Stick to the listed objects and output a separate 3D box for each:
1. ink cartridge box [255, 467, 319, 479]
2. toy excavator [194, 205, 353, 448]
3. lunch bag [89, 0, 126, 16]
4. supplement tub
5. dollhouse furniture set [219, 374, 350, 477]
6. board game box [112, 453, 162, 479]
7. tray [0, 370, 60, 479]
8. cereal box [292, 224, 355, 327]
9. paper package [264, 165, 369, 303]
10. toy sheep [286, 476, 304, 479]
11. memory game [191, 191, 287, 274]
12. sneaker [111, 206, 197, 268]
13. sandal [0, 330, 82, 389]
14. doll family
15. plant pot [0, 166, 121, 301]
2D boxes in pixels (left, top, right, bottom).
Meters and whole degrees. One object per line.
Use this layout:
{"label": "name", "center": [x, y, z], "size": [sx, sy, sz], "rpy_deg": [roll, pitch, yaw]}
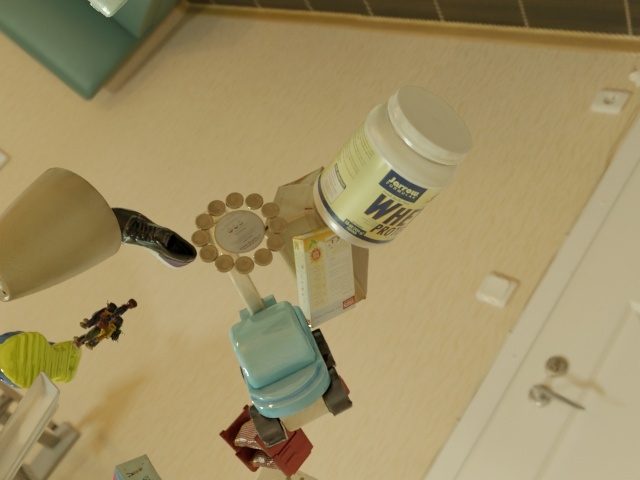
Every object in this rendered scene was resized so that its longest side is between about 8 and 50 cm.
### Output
{"label": "ink cartridge box", "center": [-0.113, 0.857, 2.116], "size": [0.197, 0.270, 0.198], "rpy_deg": [15, 156, 31]}
{"label": "toy excavator", "center": [-0.134, 0.176, 1.570], "size": [0.433, 0.222, 0.445], "rpy_deg": [-118, 5, -56]}
{"label": "lunch bag", "center": [-0.480, -0.672, 1.668], "size": [0.108, 0.224, 0.279], "rpy_deg": [46, -159, -27]}
{"label": "supplement tub", "center": [0.157, -0.160, 1.515], "size": [0.235, 0.235, 0.325], "rpy_deg": [37, 129, -5]}
{"label": "dollhouse furniture set", "center": [-0.073, 0.458, 1.870], "size": [0.201, 0.374, 0.152], "rpy_deg": [-19, 111, 50]}
{"label": "board game box", "center": [-0.474, 0.757, 1.790], "size": [0.098, 0.303, 0.224], "rpy_deg": [-9, -141, -43]}
{"label": "tray", "center": [-0.576, 0.386, 1.279], "size": [0.030, 0.270, 0.145], "rpy_deg": [38, 166, -31]}
{"label": "cereal box", "center": [0.013, 0.087, 1.754], "size": [0.047, 0.173, 0.240], "rpy_deg": [11, 112, 43]}
{"label": "paper package", "center": [0.000, 0.000, 1.980], "size": [0.324, 0.168, 0.309], "rpy_deg": [58, -160, -24]}
{"label": "toy sheep", "center": [-0.060, 0.594, 1.552], "size": [0.091, 0.091, 0.132], "rpy_deg": [10, 122, 56]}
{"label": "memory game", "center": [-0.155, -0.016, 1.308], "size": [0.186, 0.186, 0.012], "rpy_deg": [31, 154, 17]}
{"label": "sneaker", "center": [-0.476, -0.021, 1.922], "size": [0.283, 0.107, 0.124], "rpy_deg": [30, 156, -25]}
{"label": "sandal", "center": [-0.650, 0.262, 1.489], "size": [0.138, 0.126, 0.317], "rpy_deg": [7, 165, 4]}
{"label": "doll family", "center": [-0.487, 0.185, 1.552], "size": [0.076, 0.111, 0.193], "rpy_deg": [48, -167, -25]}
{"label": "plant pot", "center": [-0.652, 0.008, 1.561], "size": [0.257, 0.274, 0.256], "rpy_deg": [20, 133, 23]}
